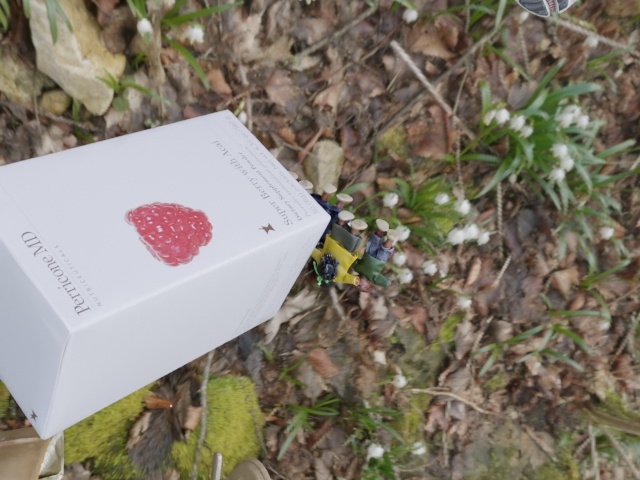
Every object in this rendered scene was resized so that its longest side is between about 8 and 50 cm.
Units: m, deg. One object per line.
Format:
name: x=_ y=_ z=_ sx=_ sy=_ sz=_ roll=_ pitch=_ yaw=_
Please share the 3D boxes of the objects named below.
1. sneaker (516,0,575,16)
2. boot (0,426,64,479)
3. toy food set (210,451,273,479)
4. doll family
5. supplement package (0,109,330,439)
sneaker: x=0.172 y=-0.342 z=0.652 sx=0.107 sy=0.118 sz=0.279 roll=-25 pitch=99 yaw=16
boot: x=-0.397 y=0.222 z=0.727 sx=0.270 sy=0.236 sz=0.089 roll=-7 pitch=123 yaw=-3
toy food set: x=-0.080 y=0.335 z=0.875 sx=0.039 sy=0.192 sz=0.132 roll=8 pitch=85 yaw=-34
doll family: x=0.000 y=0.000 z=0.865 sx=0.193 sy=0.111 sz=0.076 roll=40 pitch=33 yaw=25
supplement package: x=-0.170 y=0.018 z=0.687 sx=0.293 sy=0.175 sz=0.177 roll=-26 pitch=66 yaw=-43
